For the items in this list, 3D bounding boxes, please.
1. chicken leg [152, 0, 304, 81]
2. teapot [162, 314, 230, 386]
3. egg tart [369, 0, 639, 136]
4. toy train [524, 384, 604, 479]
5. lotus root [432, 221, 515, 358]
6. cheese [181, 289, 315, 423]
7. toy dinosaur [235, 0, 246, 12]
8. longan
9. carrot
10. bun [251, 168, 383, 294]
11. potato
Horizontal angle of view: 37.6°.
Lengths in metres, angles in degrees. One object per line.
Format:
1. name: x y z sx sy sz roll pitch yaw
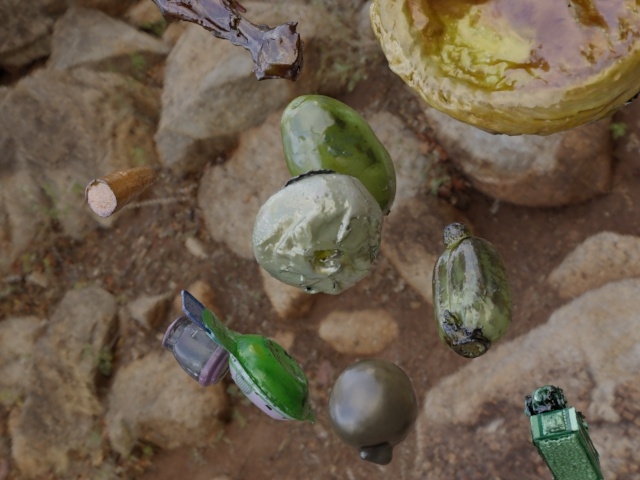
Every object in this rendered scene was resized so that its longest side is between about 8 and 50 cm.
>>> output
1. chicken leg: -0.132 -0.300 1.239 0.113 0.304 0.093 -53 -21 13
2. teapot: -0.237 0.205 1.887 0.148 0.146 0.116 -46 -15 -48
3. egg tart: 0.291 -0.345 1.329 0.443 0.443 0.178 -60 -11 -8
4. toy train: 0.516 0.419 2.014 0.115 0.269 0.154 -17 44 19
5. lotus root: 0.314 0.099 1.964 0.173 0.173 0.309 -45 35 47
6. cheese: -0.120 0.201 1.592 0.083 0.320 0.204 -44 20 7
7. toy dinosaur: -0.275 -0.561 1.964 0.053 0.242 0.167 -53 45 11
8. longan: 0.059 0.193 1.053 0.106 0.106 0.119 164 102 -73
9. carrot: -0.359 -0.101 1.753 0.072 0.072 0.205 -52 -5 25
10. bun: 0.000 0.000 1.628 0.239 0.239 0.141 -51 32 30
11. potato: 0.034 -0.164 1.967 0.216 0.304 0.216 -32 27 19
